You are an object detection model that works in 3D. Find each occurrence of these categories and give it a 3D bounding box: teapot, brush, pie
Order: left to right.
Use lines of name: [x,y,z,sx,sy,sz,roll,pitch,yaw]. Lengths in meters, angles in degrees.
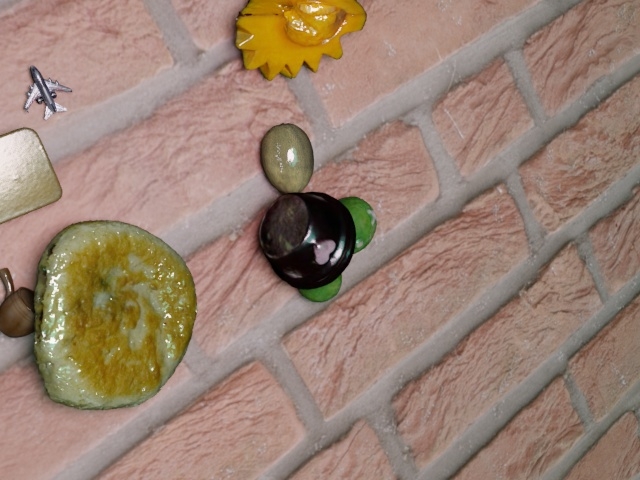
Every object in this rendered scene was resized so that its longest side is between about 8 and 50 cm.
brush: [-0.507,-0.085,1.102,0.197,0.059,0.123,-26,108,-23]
teapot: [-0.473,0.095,1.145,0.080,0.085,0.110,-41,82,3]
pie: [-0.329,0.120,1.186,0.323,0.071,0.322,-2,93,-48]

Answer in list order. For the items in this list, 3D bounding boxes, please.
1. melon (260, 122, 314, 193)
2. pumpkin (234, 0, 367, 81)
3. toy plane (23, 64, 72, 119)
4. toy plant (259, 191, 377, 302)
melon: [-0.060,-0.148,1.325,0.098,0.098,0.130,-11,95,-28]
pumpkin: [-0.063,-0.386,1.324,0.254,0.149,0.130,-12,139,-26]
toy plane: [-0.436,-0.235,1.149,0.079,0.031,0.083,-31,107,-24]
toy plant: [0.000,0.000,1.340,0.235,0.176,0.218,30,85,-55]
